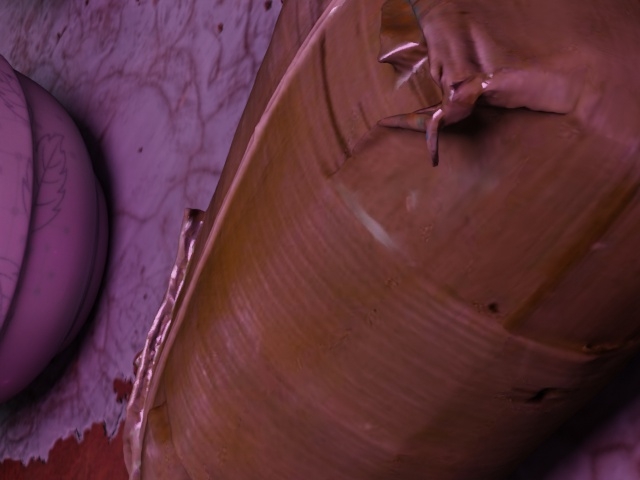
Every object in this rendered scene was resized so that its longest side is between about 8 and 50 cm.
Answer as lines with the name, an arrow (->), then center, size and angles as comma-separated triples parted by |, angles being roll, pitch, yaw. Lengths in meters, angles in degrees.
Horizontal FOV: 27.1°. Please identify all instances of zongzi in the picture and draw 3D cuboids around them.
zongzi -> 0.000, 0.000, 0.662 | 0.447, 0.181, 0.418 | -52, 29, 31

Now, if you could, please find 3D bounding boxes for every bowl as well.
bowl -> -0.256, 0.001, 0.966 | 0.287, 0.143, 0.287 | -17, 67, 47
